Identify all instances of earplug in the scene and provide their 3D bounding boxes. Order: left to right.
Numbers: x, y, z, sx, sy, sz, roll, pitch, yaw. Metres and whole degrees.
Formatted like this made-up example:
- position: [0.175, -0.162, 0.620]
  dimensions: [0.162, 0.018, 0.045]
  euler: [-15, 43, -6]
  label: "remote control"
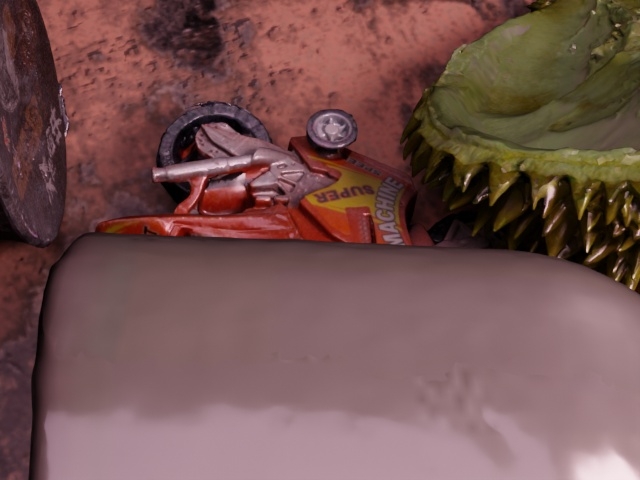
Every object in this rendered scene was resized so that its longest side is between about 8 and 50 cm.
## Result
- position: [0.044, 0.148, 0.811]
  dimensions: [0.394, 0.312, 0.312]
  euler: [0, 63, -1]
  label: "earplug"

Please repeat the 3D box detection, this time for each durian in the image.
- position: [0.168, -0.098, 0.975]
  dimensions: [0.163, 0.198, 0.394]
  euler: [30, 29, -11]
  label: "durian"

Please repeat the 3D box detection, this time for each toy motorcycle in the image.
- position: [0.001, -0.001, 1.007]
  dimensions: [0.298, 0.089, 0.171]
  euler: [22, 62, 9]
  label: "toy motorcycle"

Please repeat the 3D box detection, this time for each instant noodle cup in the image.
- position: [-0.307, -0.087, 0.995]
  dimensions: [0.207, 0.217, 0.217]
  euler: [-8, 63, 3]
  label: "instant noodle cup"

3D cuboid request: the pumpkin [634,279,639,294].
- position: [0.252, 0.038, 0.961]
  dimensions: [0.130, 0.149, 0.254]
  euler: [-12, 64, -15]
  label: "pumpkin"
